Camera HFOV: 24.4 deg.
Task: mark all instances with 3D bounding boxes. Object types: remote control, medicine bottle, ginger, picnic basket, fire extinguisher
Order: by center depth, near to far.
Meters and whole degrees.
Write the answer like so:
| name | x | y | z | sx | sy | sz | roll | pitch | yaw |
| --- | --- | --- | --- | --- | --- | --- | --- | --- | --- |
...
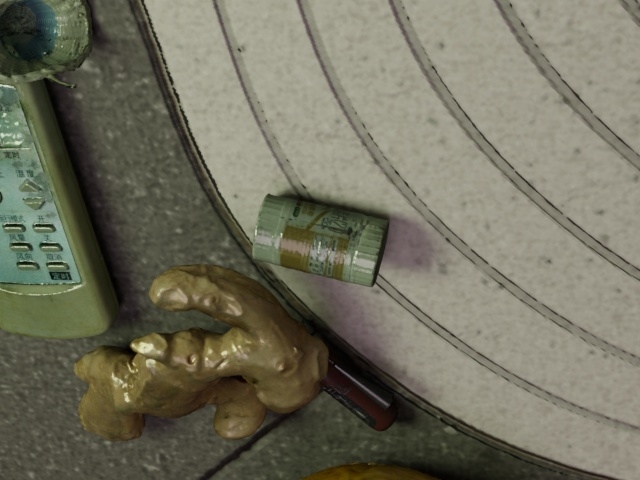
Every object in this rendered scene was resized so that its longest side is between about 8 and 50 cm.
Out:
| name | x | y | z | sx | sy | sz | roll | pitch | yaw |
| --- | --- | --- | --- | --- | --- | --- | --- | --- | --- |
| picnic basket | -0.176 | -0.130 | 0.915 | 0.083 | 0.083 | 0.065 | 28 | 130 | 55 |
| medicine bottle | 0.000 | 0.000 | 0.981 | 0.083 | 0.047 | 0.047 | 13 | 130 | 7 |
| remote control | -0.212 | -0.027 | 1.032 | 0.098 | 0.038 | 0.233 | 0 | 126 | 17 |
| fire extinguisher | 0.020 | 0.101 | 1.056 | 0.100 | 0.046 | 0.032 | 41 | 89 | -22 |
| ginger | -0.092 | 0.104 | 1.064 | 0.149 | 0.065 | 0.258 | 27 | 142 | -15 |

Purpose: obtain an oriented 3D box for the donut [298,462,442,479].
| name | x | y | z | sx | sy | sz | roll | pitch | yaw |
| --- | --- | --- | --- | --- | --- | --- | --- | --- | --- |
| donut | 0.042 | 0.295 | 1.106 | 0.303 | 0.110 | 0.303 | -2 | 110 | -6 |
